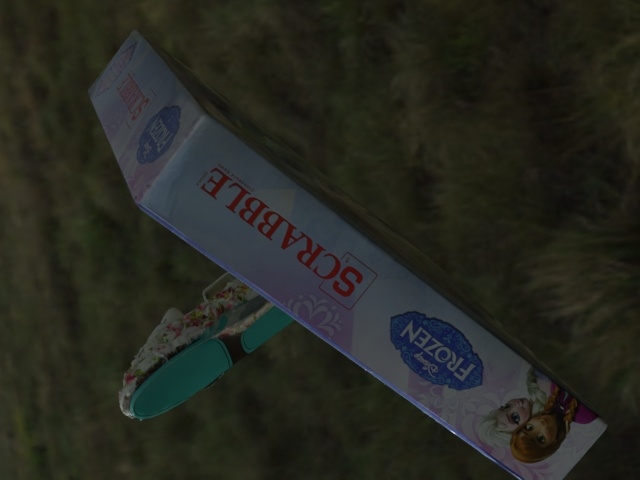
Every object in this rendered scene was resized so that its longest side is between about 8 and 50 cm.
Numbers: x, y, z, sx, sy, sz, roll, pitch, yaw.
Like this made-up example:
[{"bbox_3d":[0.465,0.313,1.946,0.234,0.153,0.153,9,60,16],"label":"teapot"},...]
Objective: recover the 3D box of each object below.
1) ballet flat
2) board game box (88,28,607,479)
[{"bbox_3d":[-0.102,0.082,1.205,0.077,0.241,0.091,41,153,35],"label":"ballet flat"},{"bbox_3d":[0.000,0.000,0.844,0.066,0.319,0.318,-51,21,5],"label":"board game box"}]
